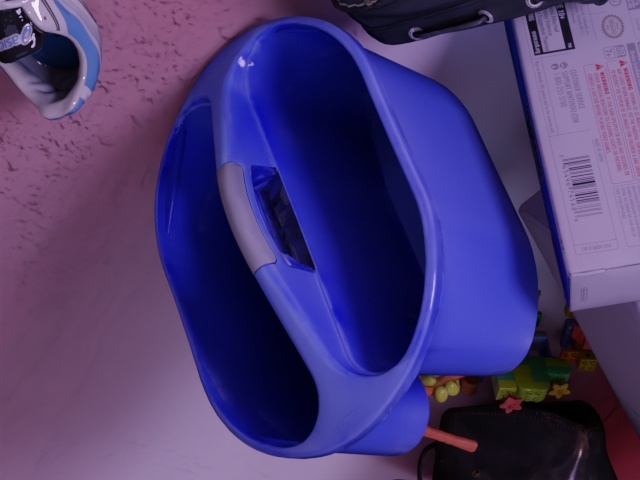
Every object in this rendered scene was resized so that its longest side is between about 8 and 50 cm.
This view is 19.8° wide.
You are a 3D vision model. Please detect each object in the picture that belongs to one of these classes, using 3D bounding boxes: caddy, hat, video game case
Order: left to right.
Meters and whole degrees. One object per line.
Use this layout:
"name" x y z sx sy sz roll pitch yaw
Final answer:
"caddy" 0.000 0.000 1.332 0.179 0.341 0.241 16 132 -44
"hat" 0.193 0.206 1.643 0.331 0.331 0.134 6 94 -13
"video game case" 0.271 -0.093 1.303 0.244 0.269 0.061 -9 149 3

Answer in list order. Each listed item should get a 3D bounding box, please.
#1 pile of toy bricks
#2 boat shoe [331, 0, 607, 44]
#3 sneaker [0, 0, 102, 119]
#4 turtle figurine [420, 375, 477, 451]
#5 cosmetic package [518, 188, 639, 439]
"pile of toy bricks" 0.169 0.104 1.599 0.212 0.105 0.118 2 134 -9
"boat shoe" 0.168 -0.211 1.276 0.340 0.127 0.113 -18 135 13
"sneaker" -0.223 -0.183 1.283 0.085 0.086 0.237 -20 132 15
"turtle figurine" 0.069 0.037 1.522 0.269 0.087 0.217 39 118 1
"cosmetic package" 0.364 0.080 1.512 0.230 0.161 0.453 -39 132 -6
